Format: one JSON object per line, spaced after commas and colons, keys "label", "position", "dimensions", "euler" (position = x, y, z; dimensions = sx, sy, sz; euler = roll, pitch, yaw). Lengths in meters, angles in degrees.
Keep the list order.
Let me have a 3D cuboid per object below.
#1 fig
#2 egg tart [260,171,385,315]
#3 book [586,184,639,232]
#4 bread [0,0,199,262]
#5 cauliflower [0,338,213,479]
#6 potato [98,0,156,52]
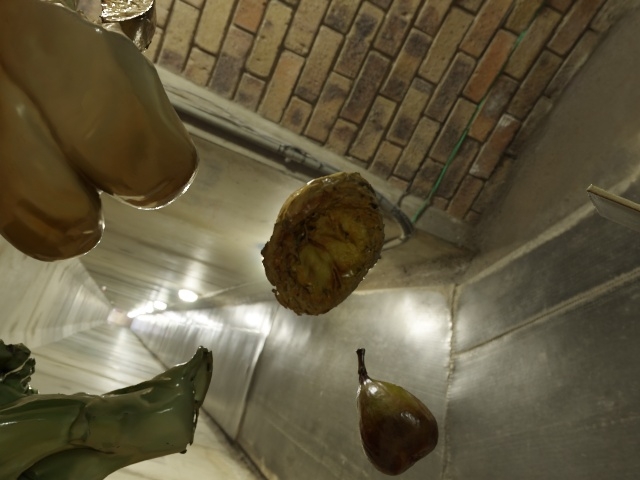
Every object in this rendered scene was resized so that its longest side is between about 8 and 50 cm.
{"label": "fig", "position": [0.141, 0.366, 1.091], "dimensions": [0.274, 0.170, 0.145], "euler": [62, -179, 23]}
{"label": "egg tart", "position": [0.000, 0.000, 0.754], "dimensions": [0.098, 0.252, 0.232], "euler": [29, 94, 40]}
{"label": "book", "position": [0.744, -0.022, 1.059], "dimensions": [0.310, 0.217, 0.021], "euler": [35, 100, 38]}
{"label": "bread", "position": [-0.318, -0.176, 0.484], "dimensions": [0.245, 0.424, 0.329], "euler": [-42, -13, -24]}
{"label": "cauliflower", "position": [-0.251, 0.211, 0.421], "dimensions": [0.327, 0.281, 0.260], "euler": [76, -168, -59]}
{"label": "potato", "position": [-0.342, -0.393, 0.880], "dimensions": [0.138, 0.098, 0.243], "euler": [106, 151, -51]}
